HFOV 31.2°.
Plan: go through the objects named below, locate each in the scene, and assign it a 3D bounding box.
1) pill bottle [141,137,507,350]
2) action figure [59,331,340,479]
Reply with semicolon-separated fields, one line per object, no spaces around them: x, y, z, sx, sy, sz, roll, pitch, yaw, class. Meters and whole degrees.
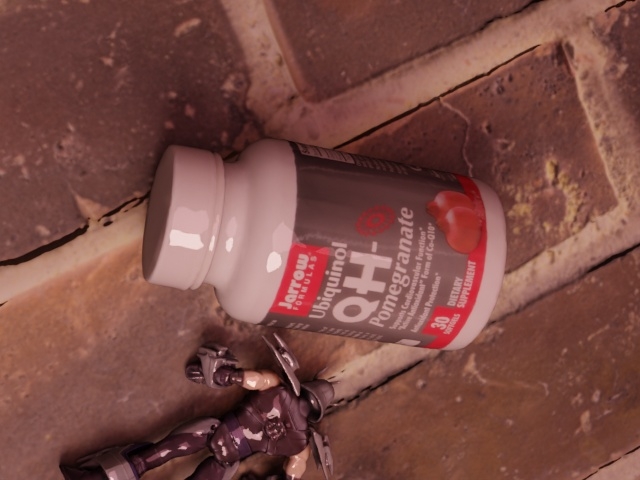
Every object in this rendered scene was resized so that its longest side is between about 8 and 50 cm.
0.000;0.000;1.090;0.319;0.176;0.176;9;92;-18;pill bottle
-0.103;0.200;1.123;0.285;0.099;0.185;-27;95;-17;action figure
